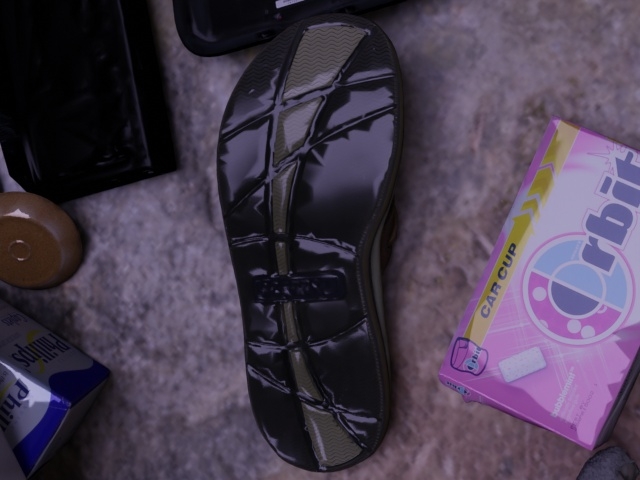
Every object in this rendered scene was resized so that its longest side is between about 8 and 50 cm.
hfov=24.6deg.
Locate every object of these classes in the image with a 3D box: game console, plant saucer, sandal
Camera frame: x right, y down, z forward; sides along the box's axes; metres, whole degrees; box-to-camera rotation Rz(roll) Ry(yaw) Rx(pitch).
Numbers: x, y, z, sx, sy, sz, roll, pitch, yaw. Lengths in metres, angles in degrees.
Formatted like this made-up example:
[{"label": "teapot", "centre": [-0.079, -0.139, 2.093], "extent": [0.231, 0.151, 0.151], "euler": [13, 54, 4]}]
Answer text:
[{"label": "game console", "centre": [-0.083, -0.161, 1.018], "extent": [0.361, 0.044, 0.213], "euler": [-13, 84, 23]}, {"label": "plant saucer", "centre": [-0.214, 0.004, 1.057], "extent": [0.083, 0.015, 0.083], "euler": [4, 121, 7]}, {"label": "sandal", "centre": [-0.001, 0.001, 0.973], "extent": [0.120, 0.086, 0.303], "euler": [5, 104, 15]}]

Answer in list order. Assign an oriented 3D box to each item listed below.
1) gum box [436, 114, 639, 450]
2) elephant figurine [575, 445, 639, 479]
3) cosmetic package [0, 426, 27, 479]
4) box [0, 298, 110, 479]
[{"label": "gum box", "centre": [0.160, 0.031, 0.916], "extent": [0.107, 0.062, 0.188], "euler": [25, 96, 20]}, {"label": "elephant figurine", "centre": [0.088, 0.254, 0.905], "extent": [0.169, 0.186, 0.240], "euler": [151, 120, -60]}, {"label": "cosmetic package", "centre": [-0.264, 0.253, 0.900], "extent": [0.156, 0.217, 0.385], "euler": [-7, 120, 19]}, {"label": "box", "centre": [-0.229, 0.092, 1.009], "extent": [0.137, 0.126, 0.072], "euler": [34, 97, 0]}]
